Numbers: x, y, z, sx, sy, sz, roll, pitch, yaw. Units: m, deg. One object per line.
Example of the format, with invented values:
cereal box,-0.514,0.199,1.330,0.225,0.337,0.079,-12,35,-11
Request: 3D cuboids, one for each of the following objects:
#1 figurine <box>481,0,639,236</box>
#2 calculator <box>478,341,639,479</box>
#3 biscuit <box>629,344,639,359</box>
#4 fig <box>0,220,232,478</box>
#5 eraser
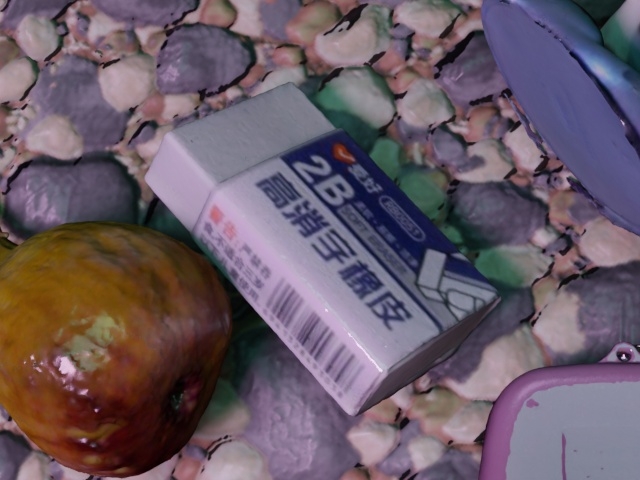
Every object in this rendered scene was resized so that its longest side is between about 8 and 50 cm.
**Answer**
figurine,0.318,-0.171,0.824,0.388,0.276,0.248,-35,47,-5
calculator,0.186,0.204,0.809,0.194,0.043,0.294,-2,75,12
biscuit,0.238,0.165,0.848,0.133,0.032,0.250,-19,74,2
fig,-0.166,0.037,0.893,0.159,0.159,0.257,-46,51,-5
eraser,0.000,0.000,0.881,0.124,0.068,0.210,-28,69,-40
